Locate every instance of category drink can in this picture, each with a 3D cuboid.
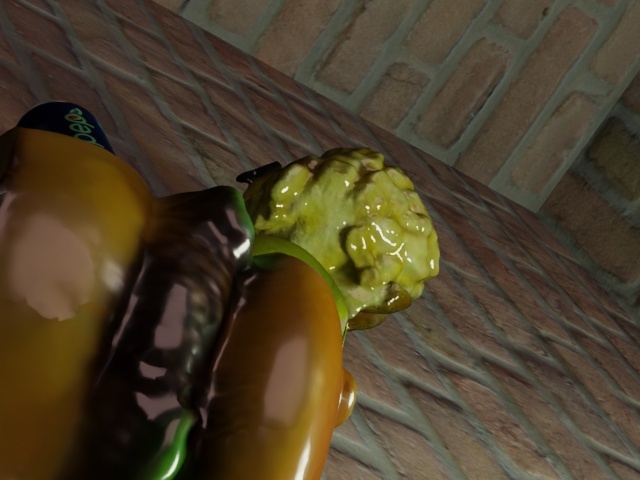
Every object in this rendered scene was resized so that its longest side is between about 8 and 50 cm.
[{"bbox_3d":[-0.293,-0.082,2.167,0.118,0.118,0.205,27,16,-30],"label":"drink can"}]

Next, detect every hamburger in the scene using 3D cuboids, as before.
[{"bbox_3d":[-0.156,0.135,1.190,0.277,0.395,0.396,30,14,-15],"label":"hamburger"}]

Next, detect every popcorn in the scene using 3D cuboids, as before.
[{"bbox_3d":[0.004,0.008,2.326,0.293,0.293,0.237,-31,104,-76],"label":"popcorn"}]

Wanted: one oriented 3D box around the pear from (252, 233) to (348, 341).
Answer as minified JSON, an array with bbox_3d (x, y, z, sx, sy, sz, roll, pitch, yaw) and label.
[{"bbox_3d":[-0.080,0.075,2.019,0.220,0.187,0.187,25,10,18],"label":"pear"}]
